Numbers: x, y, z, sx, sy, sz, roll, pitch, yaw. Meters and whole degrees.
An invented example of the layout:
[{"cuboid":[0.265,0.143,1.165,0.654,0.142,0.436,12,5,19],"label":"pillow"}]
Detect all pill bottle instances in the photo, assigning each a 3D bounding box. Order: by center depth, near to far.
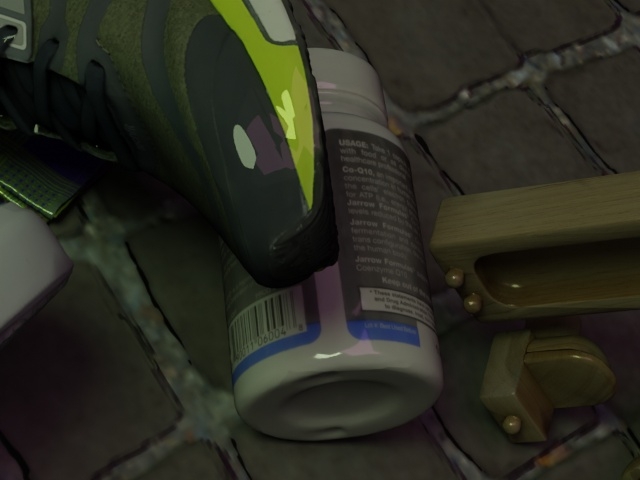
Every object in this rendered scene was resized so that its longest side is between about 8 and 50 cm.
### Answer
[{"cuboid":[0.000,0.000,0.561,0.078,0.078,0.137,7,59,-24],"label":"pill bottle"}]

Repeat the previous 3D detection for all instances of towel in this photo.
[{"cuboid":[-0.105,-0.049,0.579,0.060,0.009,0.083,40,51,-2],"label":"towel"}]

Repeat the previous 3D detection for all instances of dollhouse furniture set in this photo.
[{"cuboid":[0.125,0.070,0.544,0.151,0.144,0.123,54,41,-38],"label":"dollhouse furniture set"}]

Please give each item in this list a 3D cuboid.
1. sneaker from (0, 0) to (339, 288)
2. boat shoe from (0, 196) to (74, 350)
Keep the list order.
[{"cuboid":[-0.106,-0.071,0.510,0.121,0.111,0.300,-35,54,-20],"label":"sneaker"},{"cuboid":[-0.215,0.061,0.384,0.335,0.121,0.119,-37,87,-36],"label":"boat shoe"}]
